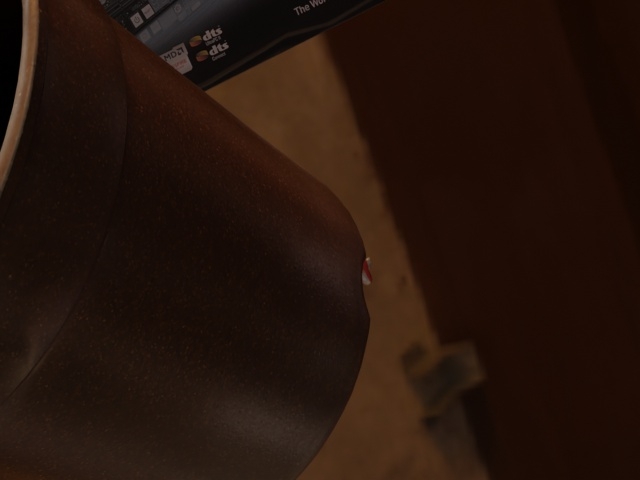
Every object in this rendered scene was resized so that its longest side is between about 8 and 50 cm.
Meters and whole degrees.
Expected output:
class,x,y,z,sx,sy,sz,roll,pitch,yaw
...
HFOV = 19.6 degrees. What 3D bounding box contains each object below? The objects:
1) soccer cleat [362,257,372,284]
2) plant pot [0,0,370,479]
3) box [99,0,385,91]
class,x,y,z,sx,sy,sz,roll,pitch,yaw
soccer cleat,0.000,0.000,1.179,0.083,0.035,0.029,51,173,7
plant pot,-0.082,0.007,0.530,0.165,0.167,0.167,31,-128,-45
box,-0.066,-0.205,0.895,0.242,0.307,0.076,66,168,-15
